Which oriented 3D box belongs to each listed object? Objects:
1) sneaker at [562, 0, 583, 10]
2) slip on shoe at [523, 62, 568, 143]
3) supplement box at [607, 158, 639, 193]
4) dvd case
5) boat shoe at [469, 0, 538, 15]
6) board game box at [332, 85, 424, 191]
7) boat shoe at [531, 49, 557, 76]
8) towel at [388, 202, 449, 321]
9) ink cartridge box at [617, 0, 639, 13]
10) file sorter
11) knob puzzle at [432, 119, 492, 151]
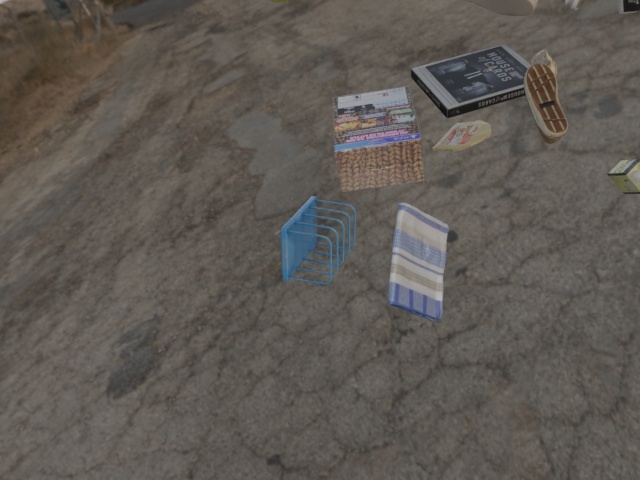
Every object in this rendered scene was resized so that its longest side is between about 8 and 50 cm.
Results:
[{"bbox_3d":[0.633,-0.667,1.413,0.281,0.115,0.105,-48,-11,-42],"label":"sneaker"},{"bbox_3d":[0.356,-0.217,0.918,0.052,0.041,0.135,-13,69,2],"label":"slip on shoe"},{"bbox_3d":[0.880,-0.180,1.635,0.056,0.083,0.083,-45,8,-2],"label":"supplement box"},{"bbox_3d":[0.345,-0.354,1.263,0.239,0.029,0.179,-18,47,-9],"label":"dvd case"},{"bbox_3d":[0.433,-0.699,1.484,0.341,0.127,0.158,33,91,33],"label":"boat shoe"},{"bbox_3d":[0.159,-0.295,1.648,0.232,0.141,0.291,-7,43,7],"label":"board game box"},{"bbox_3d":[0.753,-0.586,1.934,0.063,0.059,0.170,-38,22,32],"label":"boat shoe"},{"bbox_3d":[0.266,0.057,1.537,0.034,0.209,0.284,-12,62,47],"label":"towel"},{"bbox_3d":[0.774,-0.758,1.383,0.072,0.303,0.307,9,48,41],"label":"ink cartridge box"},{"bbox_3d":[0.000,0.000,1.193,0.105,0.118,0.170,10,29,17],"label":"file sorter"},{"bbox_3d":[0.523,-0.365,2.049,0.213,0.030,0.213,-22,30,13],"label":"knob puzzle"}]
